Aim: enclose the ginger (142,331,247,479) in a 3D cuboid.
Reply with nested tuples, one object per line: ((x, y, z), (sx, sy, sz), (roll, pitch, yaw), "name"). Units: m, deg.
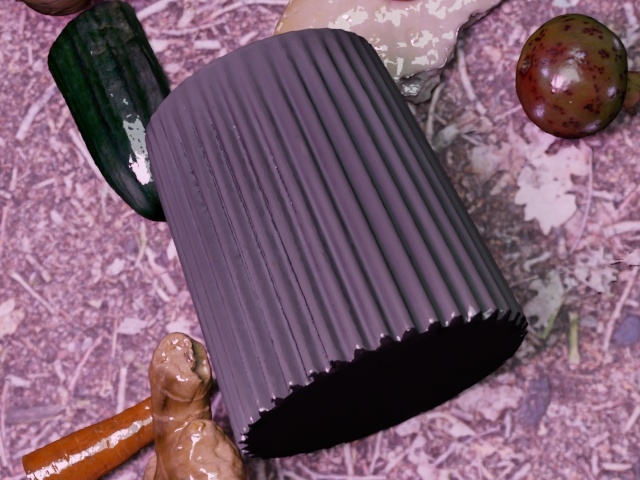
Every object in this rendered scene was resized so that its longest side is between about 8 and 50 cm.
((-0.136, 0.253, 1.633), (0.148, 0.081, 0.334), (33, 122, 30), "ginger")

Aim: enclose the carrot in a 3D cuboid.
((-0.199, 0.195, 1.729), (0.209, 0.061, 0.061), (-30, 74, -1), "carrot")

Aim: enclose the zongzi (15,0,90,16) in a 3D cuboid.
((-0.153, -0.357, 1.783), (0.360, 0.160, 0.323), (19, 77, 13), "zongzi")

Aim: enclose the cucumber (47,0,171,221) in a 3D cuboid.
((-0.207, -0.134, 1.801), (0.115, 0.063, 0.244), (-30, 75, 3), "cucumber")

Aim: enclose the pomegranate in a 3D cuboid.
((0.258, -0.163, 1.689), (0.130, 0.130, 0.130), (-2, 77, 10), "pomegranate")

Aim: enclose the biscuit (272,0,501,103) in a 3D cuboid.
((0.076, -0.234, 1.781), (0.265, 0.040, 0.188), (-18, 72, 6), "biscuit")

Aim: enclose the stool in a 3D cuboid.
((0.000, 0.000, 1.622), (0.297, 0.297, 0.330), (-25, 69, 4), "stool")
